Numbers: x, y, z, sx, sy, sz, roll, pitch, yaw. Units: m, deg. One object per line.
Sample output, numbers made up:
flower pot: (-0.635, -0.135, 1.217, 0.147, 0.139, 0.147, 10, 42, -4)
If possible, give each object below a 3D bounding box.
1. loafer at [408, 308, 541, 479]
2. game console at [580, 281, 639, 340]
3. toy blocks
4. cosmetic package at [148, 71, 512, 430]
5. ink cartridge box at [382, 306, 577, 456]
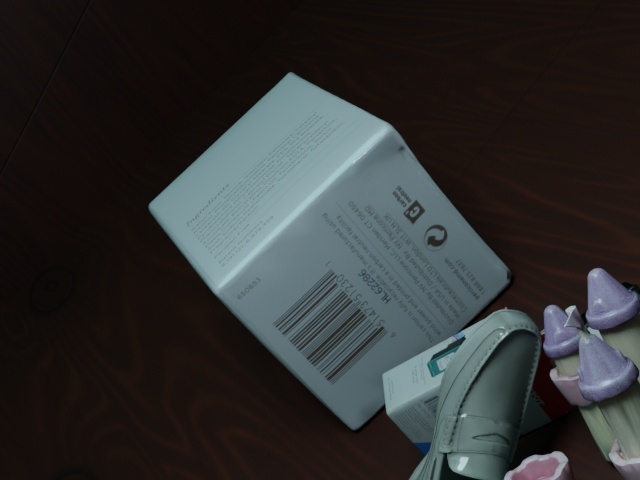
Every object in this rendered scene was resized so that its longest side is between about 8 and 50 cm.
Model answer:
loafer: (0.178, 0.234, 1.219, 0.111, 0.112, 0.319, -133, 58, -62)
game console: (0.363, 0.115, 1.353, 0.122, 0.071, 0.107, -40, 58, 5)
toy blocks: (0.334, 0.124, 1.038, 0.309, 0.260, 0.288, -22, 11, 30)
cosmetic package: (0.000, 0.000, 1.625, 0.327, 0.329, 0.394, -44, 29, -3)
ink cartridge box: (0.208, 0.177, 1.329, 0.231, 0.134, 0.078, -31, 29, 18)
